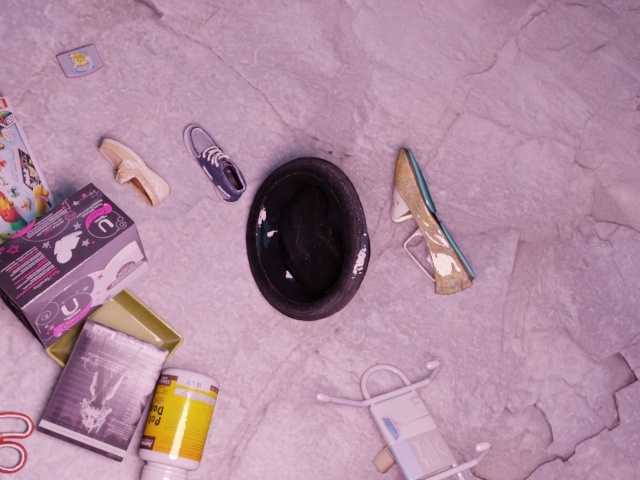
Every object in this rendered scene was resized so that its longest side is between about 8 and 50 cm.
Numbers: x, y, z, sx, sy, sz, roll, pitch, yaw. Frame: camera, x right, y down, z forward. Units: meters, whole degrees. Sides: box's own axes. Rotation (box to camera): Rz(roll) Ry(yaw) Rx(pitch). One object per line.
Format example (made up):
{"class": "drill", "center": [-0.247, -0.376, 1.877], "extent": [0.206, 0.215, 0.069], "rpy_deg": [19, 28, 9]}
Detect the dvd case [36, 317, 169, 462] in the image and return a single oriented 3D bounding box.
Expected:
{"class": "dvd case", "center": [-0.398, 0.276, 1.544], "extent": [0.164, 0.018, 0.221], "rpy_deg": [24, 80, -11]}

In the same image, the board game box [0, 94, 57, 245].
{"class": "board game box", "center": [-0.627, -0.106, 1.585], "extent": [0.193, 0.053, 0.305], "rpy_deg": [-24, 86, -24]}

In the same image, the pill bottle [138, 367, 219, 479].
{"class": "pill bottle", "center": [-0.270, 0.355, 1.572], "extent": [0.117, 0.117, 0.215], "rpy_deg": [18, 70, -16]}

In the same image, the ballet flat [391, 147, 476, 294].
{"class": "ballet flat", "center": [0.225, -0.036, 1.875], "extent": [0.123, 0.123, 0.348], "rpy_deg": [-24, 84, -25]}

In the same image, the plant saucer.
{"class": "plant saucer", "center": [-0.392, 0.202, 1.603], "extent": [0.188, 0.045, 0.188], "rpy_deg": [42, 67, -7]}

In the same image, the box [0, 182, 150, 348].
{"class": "box", "center": [-0.458, 0.048, 1.529], "extent": [0.247, 0.163, 0.142], "rpy_deg": [-39, 64, -22]}

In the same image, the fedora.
{"class": "fedora", "center": [0.000, 0.000, 1.727], "extent": [0.152, 0.334, 0.334], "rpy_deg": [9, 70, -54]}

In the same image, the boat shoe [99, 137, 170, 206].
{"class": "boat shoe", "center": [-0.381, -0.135, 1.683], "extent": [0.170, 0.063, 0.059], "rpy_deg": [40, 60, -8]}

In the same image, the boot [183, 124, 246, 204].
{"class": "boot", "center": [-0.215, -0.169, 1.743], "extent": [0.069, 0.086, 0.190], "rpy_deg": [-34, 90, -25]}

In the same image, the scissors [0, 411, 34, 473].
{"class": "scissors", "center": [-0.653, 0.360, 1.456], "extent": [0.297, 0.021, 0.109], "rpy_deg": [2, 81, -29]}

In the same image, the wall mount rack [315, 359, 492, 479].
{"class": "wall mount rack", "center": [0.156, 0.379, 1.655], "extent": [0.304, 0.130, 0.350], "rpy_deg": [-14, 56, -25]}

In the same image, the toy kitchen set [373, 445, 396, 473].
{"class": "toy kitchen set", "center": [0.157, 0.442, 1.768], "extent": [0.083, 0.075, 0.068], "rpy_deg": [23, 23, -48]}

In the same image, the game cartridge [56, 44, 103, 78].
{"class": "game cartridge", "center": [-0.493, -0.366, 1.725], "extent": [0.083, 0.017, 0.056], "rpy_deg": [-26, 91, -25]}
